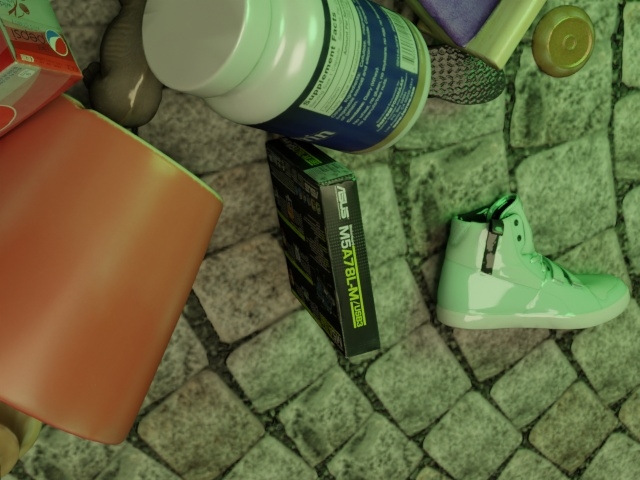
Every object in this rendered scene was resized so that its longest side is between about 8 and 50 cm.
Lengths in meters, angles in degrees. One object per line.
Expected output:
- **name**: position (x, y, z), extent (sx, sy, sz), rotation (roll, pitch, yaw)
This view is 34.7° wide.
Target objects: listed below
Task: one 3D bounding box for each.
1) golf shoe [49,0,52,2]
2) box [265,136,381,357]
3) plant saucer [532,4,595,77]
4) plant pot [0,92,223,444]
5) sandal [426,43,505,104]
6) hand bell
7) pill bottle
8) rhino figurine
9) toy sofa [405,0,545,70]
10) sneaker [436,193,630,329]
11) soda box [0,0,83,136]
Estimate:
- **golf shoe**: position (-0.282, -0.231, 0.944), extent (0.186, 0.067, 0.086), rotation (-5, 115, -8)
- **box**: position (0.000, 0.000, 1.050), extent (0.045, 0.191, 0.184), rotation (-17, 111, -13)
- **plant saucer**: position (0.284, -0.228, 1.176), extent (0.083, 0.015, 0.083), rotation (-6, 109, -18)
- **plant pot**: position (-0.234, 0.013, 0.944), extent (0.275, 0.275, 0.243), rotation (35, 85, -26)
- **sandal**: position (0.114, -0.185, 1.121), extent (0.179, 0.040, 0.067), rotation (2, 101, -6)
- **hand bell**: position (-0.320, 0.225, 0.978), extent (0.126, 0.242, 0.126), rotation (-6, 110, -18)
- **pill bottle**: position (-0.026, -0.174, 0.952), extent (0.265, 0.153, 0.153), rotation (9, 105, -51)
- **rhino figurine**: position (-0.160, -0.215, 0.967), extent (0.073, 0.106, 0.243), rotation (17, 101, -25)
- **toy sofa**: position (0.118, -0.302, 0.925), extent (0.150, 0.177, 0.362), rotation (-57, 144, 0)
- **sneaker**: position (0.263, 0.022, 1.208), extent (0.256, 0.094, 0.151), rotation (-2, 105, -21)
- **soda box**: position (-0.337, -0.111, 0.872), extent (0.263, 0.092, 0.083), rotation (-30, 79, 22)
